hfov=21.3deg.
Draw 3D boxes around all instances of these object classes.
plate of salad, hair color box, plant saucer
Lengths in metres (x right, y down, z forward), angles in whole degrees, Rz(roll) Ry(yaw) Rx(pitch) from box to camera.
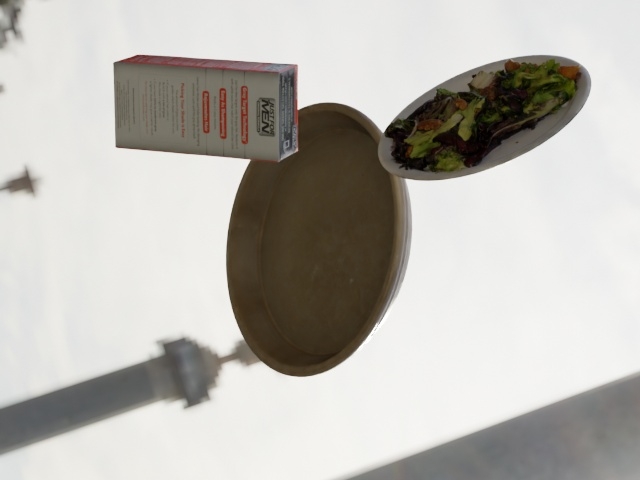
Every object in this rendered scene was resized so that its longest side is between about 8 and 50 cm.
[{"bbox_3d":[0.140,-0.118,1.499,0.200,0.200,0.048,37,-24,58],"label":"plate of salad"},{"bbox_3d":[-0.089,-0.104,1.325,0.043,0.141,0.072,-34,128,-64],"label":"hair color box"},{"bbox_3d":[0.000,0.000,1.707,0.278,0.041,0.278,-14,-109,49],"label":"plant saucer"}]
